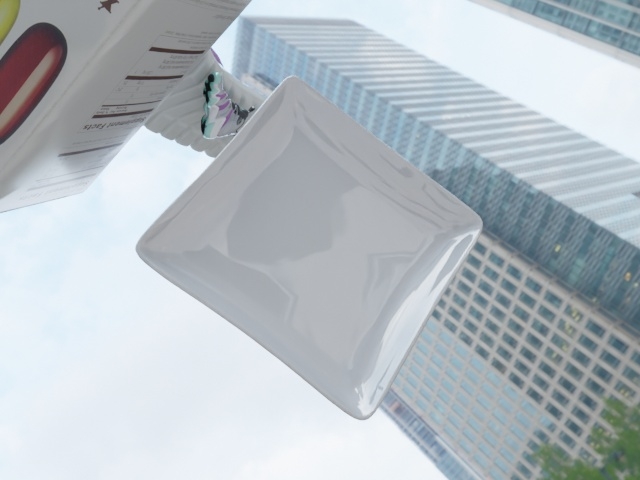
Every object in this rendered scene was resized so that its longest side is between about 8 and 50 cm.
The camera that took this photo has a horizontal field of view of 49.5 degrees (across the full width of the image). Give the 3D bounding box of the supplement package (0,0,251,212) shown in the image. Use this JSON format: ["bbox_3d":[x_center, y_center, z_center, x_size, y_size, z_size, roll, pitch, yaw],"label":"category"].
[{"bbox_3d":[-0.163,-0.148,0.446,0.244,0.139,0.134,-43,-2,19],"label":"supplement package"}]

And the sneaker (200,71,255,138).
[{"bbox_3d":[-0.118,-0.177,0.908,0.069,0.038,0.098,-5,-40,-22],"label":"sneaker"}]

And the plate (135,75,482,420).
[{"bbox_3d":[0.000,0.000,0.723,0.277,0.278,0.045,-54,1,-28],"label":"plate"}]

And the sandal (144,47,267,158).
[{"bbox_3d":[-0.203,-0.227,0.930,0.169,0.102,0.416,-27,-30,14],"label":"sandal"}]
